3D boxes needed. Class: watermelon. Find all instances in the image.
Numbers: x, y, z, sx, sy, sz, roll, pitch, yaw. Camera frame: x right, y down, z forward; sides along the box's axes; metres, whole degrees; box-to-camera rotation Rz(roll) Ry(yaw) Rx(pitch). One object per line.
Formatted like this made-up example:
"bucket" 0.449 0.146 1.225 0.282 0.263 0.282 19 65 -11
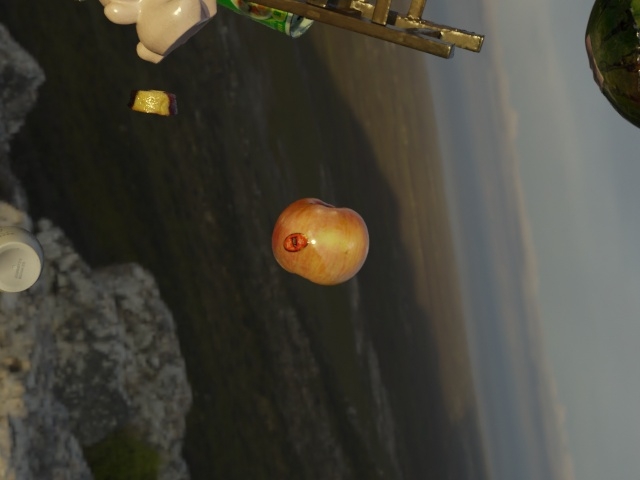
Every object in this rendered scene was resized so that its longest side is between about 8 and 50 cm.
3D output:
"watermelon" 0.606 -0.322 1.601 0.363 0.363 0.363 -9 90 -80

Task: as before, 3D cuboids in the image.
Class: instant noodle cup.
"instant noodle cup" -0.114 -0.496 1.907 0.207 0.233 0.207 -55 170 -14

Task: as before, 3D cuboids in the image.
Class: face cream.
"face cream" -0.546 0.035 1.786 0.104 0.117 0.117 27 -48 64

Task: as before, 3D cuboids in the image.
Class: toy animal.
"toy animal" -0.230 -0.318 1.209 0.212 0.124 0.124 44 15 -4

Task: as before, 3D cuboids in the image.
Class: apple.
"apple" 0.000 0.000 2.063 0.209 0.209 0.164 -16 126 -80

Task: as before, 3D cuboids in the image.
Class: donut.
"donut" -0.423 -0.351 2.573 0.140 0.140 0.059 -48 145 -77

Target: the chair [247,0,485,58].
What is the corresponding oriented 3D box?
"chair" 0.030 -0.400 1.406 0.240 0.416 0.203 -39 146 -64
